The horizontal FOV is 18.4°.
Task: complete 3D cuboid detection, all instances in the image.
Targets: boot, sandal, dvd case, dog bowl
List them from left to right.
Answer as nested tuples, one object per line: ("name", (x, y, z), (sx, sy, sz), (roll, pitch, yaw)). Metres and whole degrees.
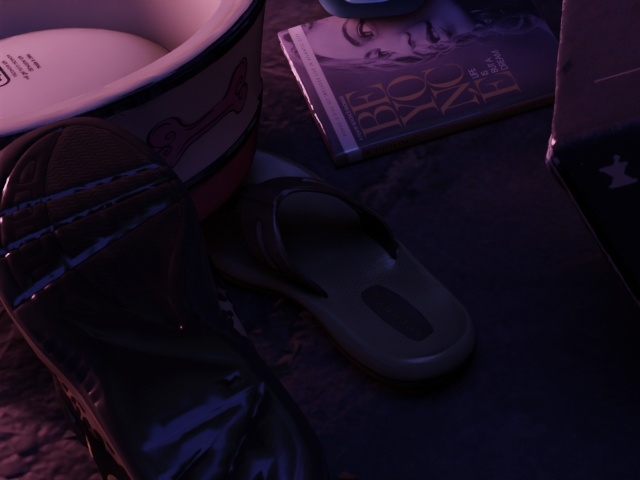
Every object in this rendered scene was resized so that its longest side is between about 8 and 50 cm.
("dog bowl", (-0.228, -0.107, 1.545), (0.408, 0.150, 0.408), (-8, 30, 5))
("boot", (-0.097, 0.123, 1.303), (0.138, 0.284, 0.377), (-27, 53, -15))
("sandal", (0.002, 0.000, 1.530), (0.303, 0.086, 0.120), (33, 60, 30))
("dvd case", (0.092, -0.153, 1.698), (0.221, 0.018, 0.164), (-17, 49, -7))

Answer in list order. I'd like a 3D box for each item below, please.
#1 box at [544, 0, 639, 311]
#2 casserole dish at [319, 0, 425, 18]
("box", (0.442, -0.196, 1.401), (0.480, 0.297, 0.471), (-15, 41, 27))
("casserole dish", (0.050, -0.252, 1.764), (0.114, 0.037, 0.188), (-3, 40, 8))
